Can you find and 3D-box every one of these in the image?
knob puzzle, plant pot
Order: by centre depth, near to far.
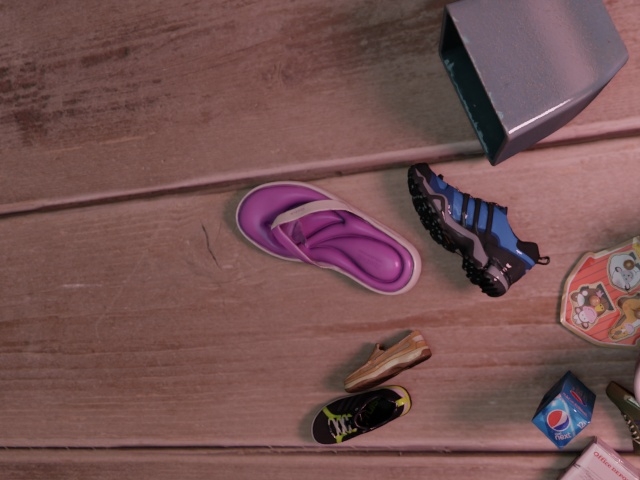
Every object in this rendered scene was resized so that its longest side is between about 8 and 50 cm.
[{"bbox_3d":[0.371,-0.309,1.396,0.252,0.248,0.247,-24,82,3],"label":"plant pot"},{"bbox_3d":[0.522,0.109,1.452,0.213,0.030,0.213,1,92,22],"label":"knob puzzle"}]

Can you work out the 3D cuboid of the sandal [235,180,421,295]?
[{"bbox_3d":[0.004,-0.015,1.616,0.416,0.102,0.169,19,98,20],"label":"sandal"}]

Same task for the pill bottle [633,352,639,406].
[{"bbox_3d":[0.584,0.222,1.323,0.131,0.229,0.131,1,92,22],"label":"pill bottle"}]

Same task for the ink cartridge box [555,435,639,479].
[{"bbox_3d":[0.493,0.438,1.459,0.099,0.056,0.135,41,106,15],"label":"ink cartridge box"}]

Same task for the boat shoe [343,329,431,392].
[{"bbox_3d":[0.125,0.238,1.603,0.190,0.068,0.072,-28,69,10],"label":"boat shoe"}]

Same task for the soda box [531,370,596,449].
[{"bbox_3d":[0.424,0.289,1.399,0.067,0.210,0.071,45,106,15],"label":"soda box"}]

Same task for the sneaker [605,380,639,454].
[{"bbox_3d":[0.571,0.337,1.419,0.192,0.064,0.086,36,99,14],"label":"sneaker"}]

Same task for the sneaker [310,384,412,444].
[{"bbox_3d":[0.070,0.345,1.603,0.235,0.097,0.084,-29,81,20],"label":"sneaker"}]

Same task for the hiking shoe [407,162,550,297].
[{"bbox_3d":[0.282,-0.037,1.521,0.132,0.113,0.304,-32,71,-11],"label":"hiking shoe"}]
